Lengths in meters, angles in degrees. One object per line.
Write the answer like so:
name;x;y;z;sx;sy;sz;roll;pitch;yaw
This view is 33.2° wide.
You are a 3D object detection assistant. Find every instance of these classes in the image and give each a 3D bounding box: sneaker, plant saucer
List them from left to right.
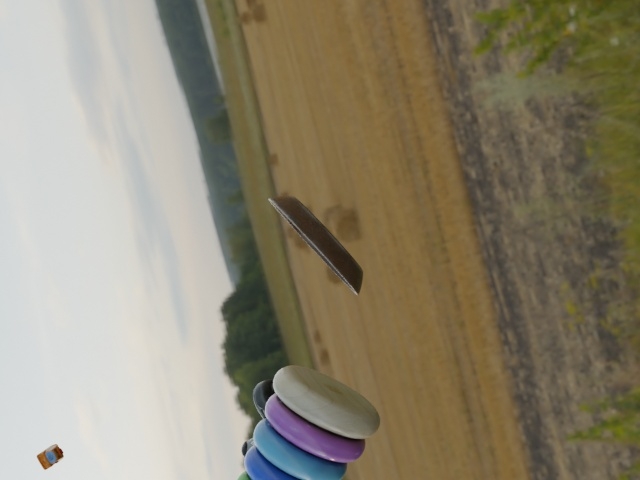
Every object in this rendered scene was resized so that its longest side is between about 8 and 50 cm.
sneaker;-0.076;0.297;1.623;0.228;0.132;0.086;54;-149;-40
plant saucer;0.000;0.000;1.368;0.168;0.029;0.168;46;179;1

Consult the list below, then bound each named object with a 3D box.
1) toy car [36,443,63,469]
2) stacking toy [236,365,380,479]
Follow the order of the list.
toy car;-0.492;0.440;2.026;0.060;0.041;0.122;5;-121;-59
stacking toy;-0.057;0.327;1.322;0.330;0.141;0.141;-64;9;6
